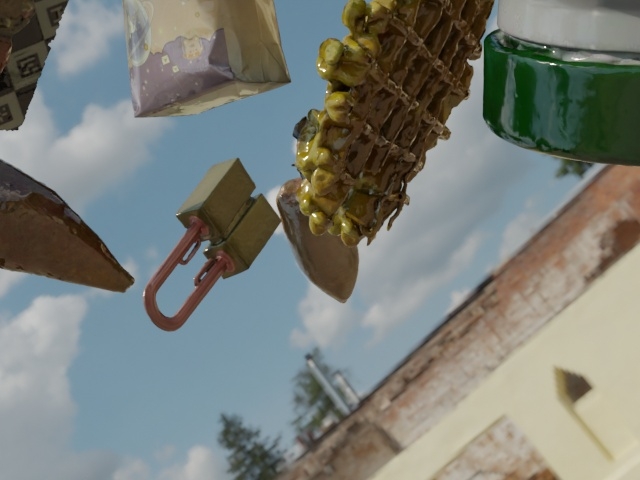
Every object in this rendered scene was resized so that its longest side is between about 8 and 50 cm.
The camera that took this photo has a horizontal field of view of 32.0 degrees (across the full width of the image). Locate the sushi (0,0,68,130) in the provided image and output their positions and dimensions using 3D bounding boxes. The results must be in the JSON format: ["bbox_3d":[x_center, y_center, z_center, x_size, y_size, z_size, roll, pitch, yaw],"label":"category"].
[{"bbox_3d":[-0.354,-0.202,1.107,0.220,0.047,0.231,2,-55,-43],"label":"sushi"}]

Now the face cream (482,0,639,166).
[{"bbox_3d":[0.190,-0.233,0.575,0.220,0.357,0.312,-7,19,-9],"label":"face cream"}]

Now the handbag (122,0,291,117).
[{"bbox_3d":[-0.091,-0.175,0.757,0.117,0.173,0.095,-12,-4,41],"label":"handbag"}]

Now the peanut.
[{"bbox_3d":[0.000,0.000,1.239,0.076,0.152,0.076,-22,8,3],"label":"peanut"}]

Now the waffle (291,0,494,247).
[{"bbox_3d":[0.054,-0.108,0.780,0.229,0.051,0.231,-42,-29,-41],"label":"waffle"}]

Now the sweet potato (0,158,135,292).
[{"bbox_3d":[-0.185,-0.033,0.529,0.051,0.218,0.065,-63,-2,-41],"label":"sweet potato"}]

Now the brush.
[{"bbox_3d":[-0.129,0.013,1.246,0.047,0.103,0.233,-17,27,36],"label":"brush"}]
